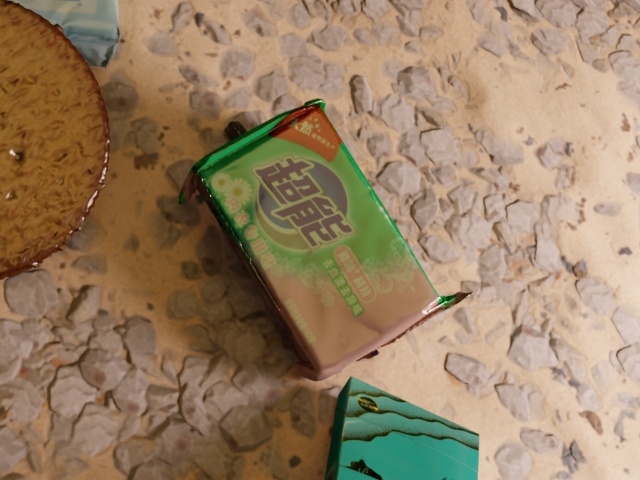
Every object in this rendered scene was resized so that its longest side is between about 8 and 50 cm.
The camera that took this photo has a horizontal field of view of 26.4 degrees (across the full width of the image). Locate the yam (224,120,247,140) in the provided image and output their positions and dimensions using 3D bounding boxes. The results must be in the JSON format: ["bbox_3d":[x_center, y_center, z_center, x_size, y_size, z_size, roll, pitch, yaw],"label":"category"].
[{"bbox_3d":[-0.035,-0.038,1.535,0.027,0.029,0.234,-34,83,-1],"label":"yam"}]

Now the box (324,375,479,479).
[{"bbox_3d":[0.083,0.248,1.386,0.161,0.042,0.226,26,32,-9],"label":"box"}]

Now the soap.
[{"bbox_3d":[0.000,0.001,1.465,0.218,0.098,0.273,-30,84,-13],"label":"soap"}]

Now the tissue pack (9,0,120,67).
[{"bbox_3d":[-0.357,-0.287,1.489,0.263,0.089,0.177,1,67,-17],"label":"tissue pack"}]

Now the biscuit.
[{"bbox_3d":[-0.363,-0.104,1.395,0.305,0.038,0.305,1,85,-18],"label":"biscuit"}]
